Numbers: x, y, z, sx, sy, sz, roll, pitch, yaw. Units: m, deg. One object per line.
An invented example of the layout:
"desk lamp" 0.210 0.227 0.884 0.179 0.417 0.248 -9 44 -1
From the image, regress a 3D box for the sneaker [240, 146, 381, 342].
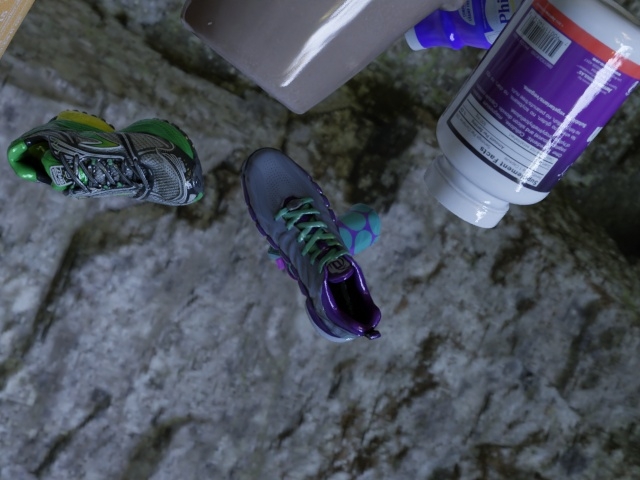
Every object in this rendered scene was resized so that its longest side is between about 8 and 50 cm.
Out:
"sneaker" 0.000 0.000 0.903 0.083 0.223 0.098 -32 -172 -20

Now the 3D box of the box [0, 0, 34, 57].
"box" -0.430 -0.219 0.834 0.215 0.168 0.345 -52 -174 19

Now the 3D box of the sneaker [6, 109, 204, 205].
"sneaker" -0.321 -0.104 1.334 0.343 0.134 0.146 9 -149 29

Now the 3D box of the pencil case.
"pencil case" 0.014 0.002 1.225 0.070 0.152 0.064 -3 -72 47

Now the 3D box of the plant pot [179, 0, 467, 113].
"plant pot" -0.005 -0.250 0.839 0.229 0.263 0.263 -52 -147 6

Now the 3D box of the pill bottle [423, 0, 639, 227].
"pill bottle" 0.277 -0.176 1.174 0.323 0.181 0.181 -56 -148 27

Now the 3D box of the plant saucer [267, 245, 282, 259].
"plant saucer" -0.023 0.015 1.608 0.192 0.018 0.067 13 -103 44

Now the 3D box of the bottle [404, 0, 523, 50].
"bottle" 0.262 -0.351 1.338 0.283 0.092 0.118 -7 -99 31
